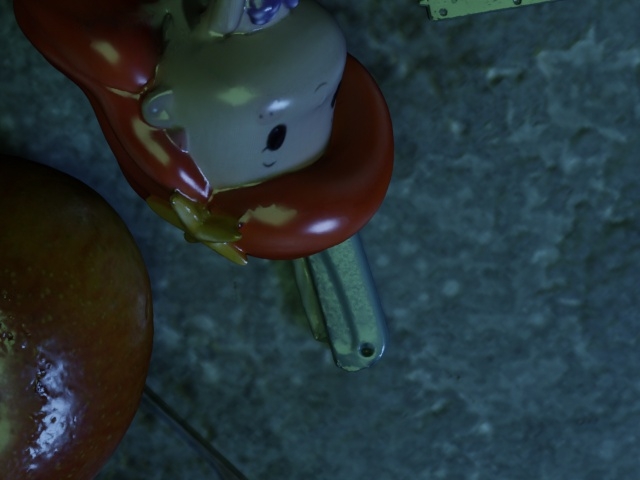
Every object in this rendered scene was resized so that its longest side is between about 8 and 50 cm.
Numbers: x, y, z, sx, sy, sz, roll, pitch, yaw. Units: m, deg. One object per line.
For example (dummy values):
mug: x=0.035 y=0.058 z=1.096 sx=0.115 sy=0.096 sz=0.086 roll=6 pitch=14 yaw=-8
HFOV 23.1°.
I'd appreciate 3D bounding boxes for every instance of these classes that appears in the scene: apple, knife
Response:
apple: x=-0.201 y=0.065 z=0.826 sx=0.210 sy=0.173 sz=0.235 roll=28 pitch=104 yaw=-9
knife: x=0.000 y=0.000 z=0.883 sx=0.044 sy=0.023 sz=0.162 roll=-16 pitch=107 yaw=9

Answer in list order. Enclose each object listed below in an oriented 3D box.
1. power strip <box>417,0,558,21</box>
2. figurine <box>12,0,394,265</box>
power strip: x=0.104 y=-0.149 z=0.837 sx=0.136 sy=0.019 sz=0.051 roll=-10 pitch=109 yaw=3
figurine: x=-0.049 y=-0.127 z=0.752 sx=0.208 sy=0.181 sz=0.257 roll=11 pitch=133 yaw=-3
